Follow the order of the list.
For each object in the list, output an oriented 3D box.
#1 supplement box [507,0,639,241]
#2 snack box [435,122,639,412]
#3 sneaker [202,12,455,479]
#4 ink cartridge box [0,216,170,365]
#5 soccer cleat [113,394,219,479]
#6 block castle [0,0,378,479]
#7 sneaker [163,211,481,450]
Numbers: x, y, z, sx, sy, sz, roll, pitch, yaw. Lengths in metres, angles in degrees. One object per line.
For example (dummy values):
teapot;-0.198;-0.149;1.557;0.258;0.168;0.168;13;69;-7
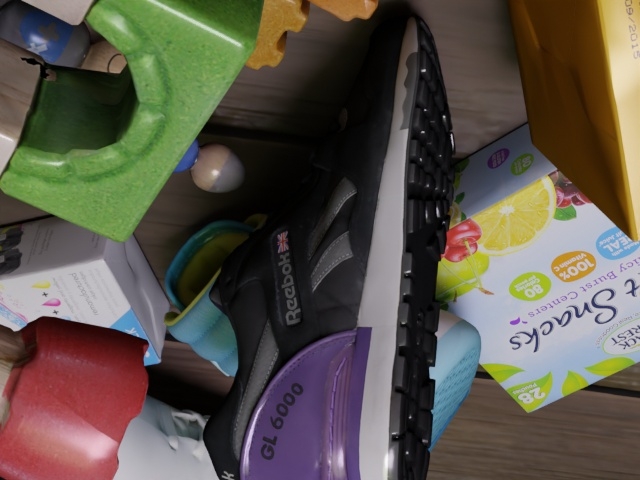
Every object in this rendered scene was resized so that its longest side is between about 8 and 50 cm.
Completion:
supplement box;0.201;-0.107;0.535;0.194;0.191;0.129;-13;107;1
snack box;0.174;0.003;0.751;0.207;0.070;0.174;-29;123;25
sneaker;0.000;0.000;0.628;0.124;0.283;0.107;1;155;17
ink cartridge box;-0.209;0.047;0.806;0.181;0.061;0.104;-11;130;12
soccer cleat;-0.086;0.166;0.857;0.143;0.116;0.331;-22;149;4
block castle;-0.042;-0.121;0.493;0.213;0.303;0.453;24;129;-20
sneaker;-0.006;0.082;0.811;0.208;0.127;0.319;33;158;13
